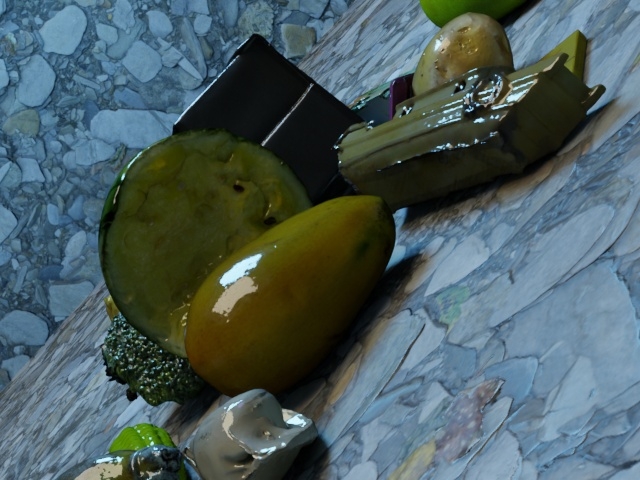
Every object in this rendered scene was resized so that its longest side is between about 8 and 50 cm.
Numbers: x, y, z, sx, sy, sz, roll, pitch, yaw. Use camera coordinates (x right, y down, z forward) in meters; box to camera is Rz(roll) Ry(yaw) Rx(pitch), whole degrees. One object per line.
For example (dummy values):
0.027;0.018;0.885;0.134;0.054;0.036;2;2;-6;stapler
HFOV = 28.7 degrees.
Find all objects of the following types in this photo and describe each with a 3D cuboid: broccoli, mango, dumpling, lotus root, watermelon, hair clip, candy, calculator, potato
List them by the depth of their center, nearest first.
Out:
-0.074;0.220;1.367;0.136;0.118;0.199;-29;11;-38;dumpling
-0.267;0.333;1.462;0.322;0.158;0.140;-54;40;20;lotus root
-0.035;0.064;1.576;0.317;0.173;0.211;-43;12;-12;mango
-0.219;0.303;1.623;0.097;0.097;0.209;-48;19;-6;candy
-0.175;0.007;1.781;0.189;0.331;0.331;-9;39;52;watermelon
0.202;-0.237;1.781;0.150;0.146;0.234;-20;-4;2;potato
0.124;-0.183;1.866;0.034;0.127;0.190;2;12;14;calculator
-0.235;0.163;1.909;0.198;0.176;0.226;-34;-4;-27;broccoli
0.055;-0.110;2.073;0.116;0.049;0.172;-42;8;3;hair clip
0.292;-0.446;2.134;0.293;0.143;0.175;-16;25;47;mango

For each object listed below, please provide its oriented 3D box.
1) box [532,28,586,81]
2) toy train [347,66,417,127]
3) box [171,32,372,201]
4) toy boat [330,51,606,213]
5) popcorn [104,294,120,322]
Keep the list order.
0.307;-0.217;1.637;0.087;0.023;0.155;-42;13;31;box
0.123;-0.227;2.097;0.188;0.072;0.099;-22;13;41;toy train
-0.095;-0.156;2.113;0.204;0.251;0.345;-50;0;-11;box
0.181;-0.139;1.598;0.445;0.136;0.162;-16;41;59;toy boat
-0.278;0.079;2.271;0.250;0.190;0.250;-42;21;20;popcorn
